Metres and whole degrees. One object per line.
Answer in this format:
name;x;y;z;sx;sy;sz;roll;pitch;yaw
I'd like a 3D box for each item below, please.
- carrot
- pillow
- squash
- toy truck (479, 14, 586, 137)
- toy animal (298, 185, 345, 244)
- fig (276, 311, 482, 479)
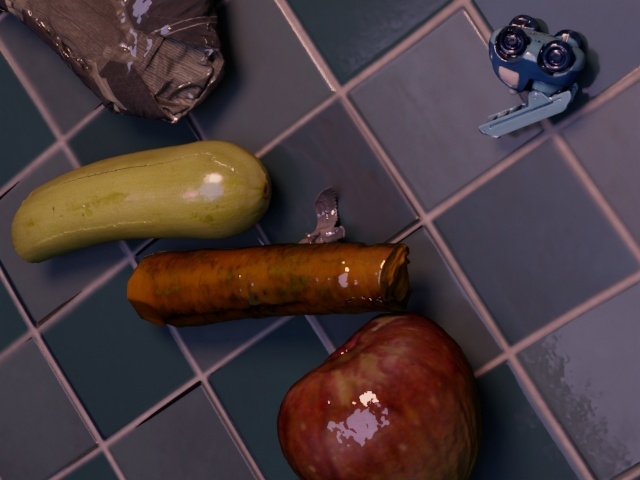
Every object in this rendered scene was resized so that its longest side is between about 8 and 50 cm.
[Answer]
carrot;-0.044;0.035;0.995;0.260;0.070;0.070;-5;94;31
pillow;-0.211;-0.233;1.041;0.335;0.092;0.161;36;114;15
squash;-0.154;-0.032;1.047;0.250;0.083;0.083;-8;92;26
toy truck;0.153;-0.117;0.923;0.073;0.056;0.090;23;117;13
toy animal;0.000;0.000;1.010;0.050;0.028;0.084;-9;91;15
fig;0.062;0.164;0.959;0.143;0.160;0.231;20;144;41
